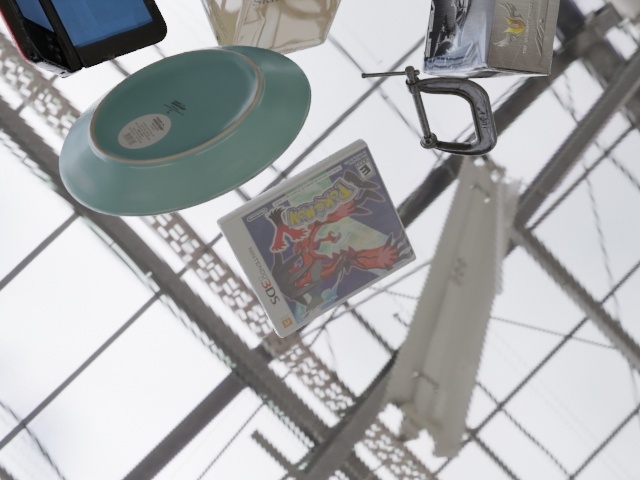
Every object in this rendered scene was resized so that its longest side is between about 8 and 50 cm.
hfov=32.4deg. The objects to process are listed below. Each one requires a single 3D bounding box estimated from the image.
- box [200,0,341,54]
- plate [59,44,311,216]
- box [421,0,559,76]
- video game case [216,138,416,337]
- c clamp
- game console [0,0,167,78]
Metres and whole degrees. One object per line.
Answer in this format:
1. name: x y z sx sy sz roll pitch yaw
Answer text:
1. box: -0.047 -0.342 1.300 0.148 0.311 0.121 -18 -105 -16
2. plate: -0.099 -0.089 0.774 0.188 0.188 0.024 -49 -40 -29
3. box: 0.149 -0.253 0.928 0.056 0.183 0.230 5 -83 -11
4. video game case: 0.000 0.000 1.338 0.201 0.023 0.183 -30 -59 -7
5. c clamp: 0.137 -0.151 1.294 0.160 0.137 0.022 59 -143 -48
6. game console: -0.187 -0.199 0.787 0.085 0.124 0.144 -27 -92 5
